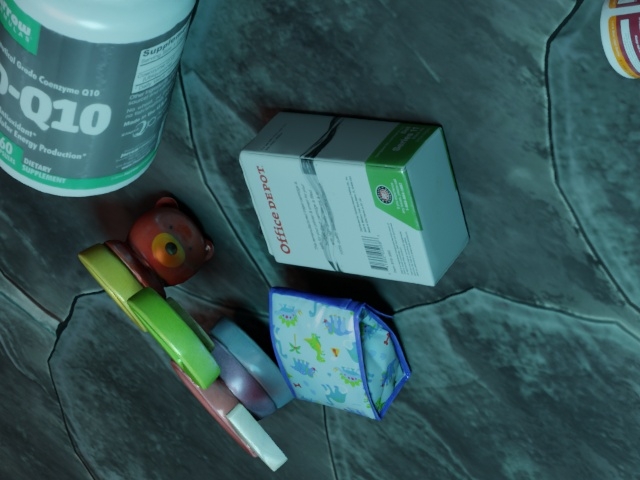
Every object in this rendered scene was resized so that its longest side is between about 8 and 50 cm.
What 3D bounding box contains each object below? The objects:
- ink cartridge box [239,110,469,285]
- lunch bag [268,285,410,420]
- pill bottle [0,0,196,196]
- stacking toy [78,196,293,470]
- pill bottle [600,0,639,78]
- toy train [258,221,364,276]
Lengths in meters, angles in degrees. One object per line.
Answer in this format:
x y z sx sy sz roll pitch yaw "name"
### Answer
0.035 -0.047 2.018 0.208 0.087 0.153 8 131 33 "ink cartridge box"
0.017 0.115 2.175 0.128 0.096 0.151 10 141 34 "lunch bag"
-0.238 -0.230 1.982 0.204 0.204 0.361 32 140 11 "pill bottle"
-0.115 0.104 2.199 0.309 0.130 0.279 52 171 -21 "stacking toy"
0.325 -0.188 1.652 0.152 0.086 0.086 -3 123 42 "pill bottle"
0.000 0.000 2.139 0.158 0.027 0.036 22 126 23 "toy train"
